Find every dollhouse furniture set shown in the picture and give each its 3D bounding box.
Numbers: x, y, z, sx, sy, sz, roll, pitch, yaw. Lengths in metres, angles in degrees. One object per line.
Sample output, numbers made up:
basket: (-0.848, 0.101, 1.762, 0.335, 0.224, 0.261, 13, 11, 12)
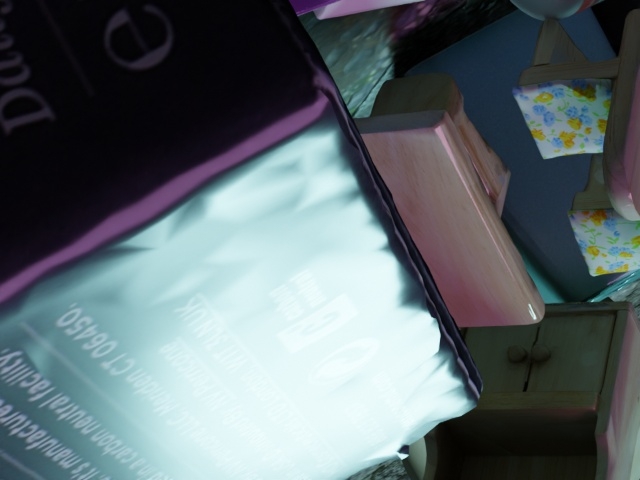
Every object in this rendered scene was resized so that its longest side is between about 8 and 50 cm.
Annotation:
dollhouse furniture set: (0.097, 0.072, 1.298, 0.362, 0.256, 0.394, -4, 140, 27)

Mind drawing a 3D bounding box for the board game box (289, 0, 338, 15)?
board game box: (-0.140, -0.127, 0.904, 0.208, 0.056, 0.347, -26, -159, -18)

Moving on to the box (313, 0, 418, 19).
box: (0.031, -0.215, 1.163, 0.102, 0.101, 0.087, -16, 155, -31)

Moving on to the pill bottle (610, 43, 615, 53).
pill bottle: (0.329, -0.145, 1.703, 0.219, 0.123, 0.123, -23, 158, -20)

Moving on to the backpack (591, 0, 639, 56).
backpack: (0.314, -0.237, 1.476, 0.173, 0.117, 0.158, -22, 158, -20)

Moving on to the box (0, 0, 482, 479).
box: (-0.277, -0.055, 0.573, 0.472, 0.480, 0.297, -32, 158, 1)

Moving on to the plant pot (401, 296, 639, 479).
plant pot: (0.186, 0.152, 1.996, 0.323, 0.323, 0.280, -36, 143, 13)

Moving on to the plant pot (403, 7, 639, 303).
plant pot: (0.196, -0.062, 1.517, 0.166, 0.234, 0.165, -28, 169, -5)

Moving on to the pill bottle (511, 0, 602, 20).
pill bottle: (0.245, -0.277, 1.228, 0.283, 0.161, 0.161, -26, 159, -13)
